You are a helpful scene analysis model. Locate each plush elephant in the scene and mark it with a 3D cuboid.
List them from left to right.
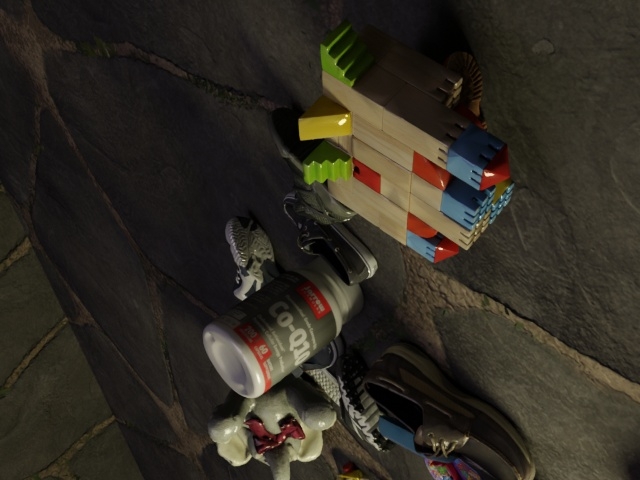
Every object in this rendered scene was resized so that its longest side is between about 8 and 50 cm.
[{"bbox_3d":[-0.108,0.430,2.146,0.330,0.272,0.255,-113,14,-69],"label":"plush elephant"}]

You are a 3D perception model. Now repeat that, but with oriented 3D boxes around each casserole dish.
[{"bbox_3d":[0.187,0.384,1.819,0.114,0.036,0.188,21,177,-38],"label":"casserole dish"}]

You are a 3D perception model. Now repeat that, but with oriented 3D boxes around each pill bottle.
[{"bbox_3d":[-0.063,0.152,1.765,0.161,0.283,0.161,36,145,30],"label":"pill bottle"}]

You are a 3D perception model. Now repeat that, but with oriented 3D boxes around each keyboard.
[{"bbox_3d":[-0.014,0.285,2.106,0.256,0.014,0.072,42,149,21],"label":"keyboard"}]

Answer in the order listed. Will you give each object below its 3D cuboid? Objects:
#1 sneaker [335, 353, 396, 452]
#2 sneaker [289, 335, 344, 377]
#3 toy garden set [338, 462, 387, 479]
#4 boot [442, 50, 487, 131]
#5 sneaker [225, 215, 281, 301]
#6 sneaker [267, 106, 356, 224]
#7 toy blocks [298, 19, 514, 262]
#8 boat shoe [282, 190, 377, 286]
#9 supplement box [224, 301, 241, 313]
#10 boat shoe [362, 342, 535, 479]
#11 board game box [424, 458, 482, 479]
[{"bbox_3d":[0.072,0.336,1.965,0.106,0.078,0.234,0,122,53],"label":"sneaker"},{"bbox_3d":[-0.084,0.242,2.039,0.321,0.127,0.126,-12,106,54],"label":"sneaker"},{"bbox_3d":[0.146,0.625,2.182,0.244,0.049,0.203,1,121,55],"label":"toy garden set"},{"bbox_3d":[0.177,-0.191,1.296,0.085,0.059,0.157,32,145,43],"label":"boot"},{"bbox_3d":[-0.155,0.062,2.000,0.153,0.094,0.235,-14,118,50],"label":"sneaker"},{"bbox_3d":[-0.029,-0.118,1.639,0.227,0.087,0.130,50,144,-2],"label":"sneaker"},{"bbox_3d":[0.135,-0.101,1.249,0.261,0.190,0.381,35,158,19],"label":"toy blocks"},{"bbox_3d":[0.000,0.000,1.728,0.228,0.076,0.080,45,149,18],"label":"boat shoe"},{"bbox_3d":[-0.155,0.159,2.110,0.056,0.083,0.083,59,152,-4],"label":"supplement box"},{"bbox_3d":[0.218,0.336,1.697,0.355,0.130,0.132,37,146,29],"label":"boat shoe"},{"bbox_3d":[0.259,0.478,1.884,0.169,0.033,0.133,34,145,32],"label":"board game box"}]
